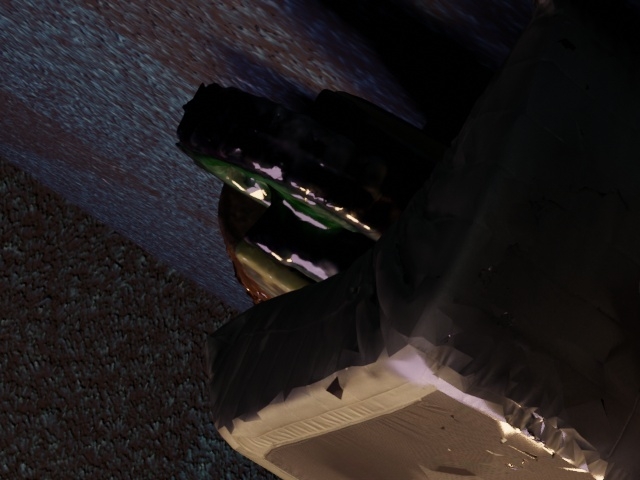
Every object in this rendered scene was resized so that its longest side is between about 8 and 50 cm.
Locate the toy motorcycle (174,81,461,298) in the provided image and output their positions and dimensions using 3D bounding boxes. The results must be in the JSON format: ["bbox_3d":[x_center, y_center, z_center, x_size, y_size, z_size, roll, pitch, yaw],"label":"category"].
[{"bbox_3d":[0.085,0.027,1.030,0.237,0.168,0.410,33,180,27],"label":"toy motorcycle"}]

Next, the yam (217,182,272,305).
[{"bbox_3d":[-0.001,-0.001,1.315,0.131,0.131,0.279,29,172,8],"label":"yam"}]

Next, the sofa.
[{"bbox_3d":[0.091,0.040,0.806,0.210,0.176,0.225,31,153,-14],"label":"sofa"}]
